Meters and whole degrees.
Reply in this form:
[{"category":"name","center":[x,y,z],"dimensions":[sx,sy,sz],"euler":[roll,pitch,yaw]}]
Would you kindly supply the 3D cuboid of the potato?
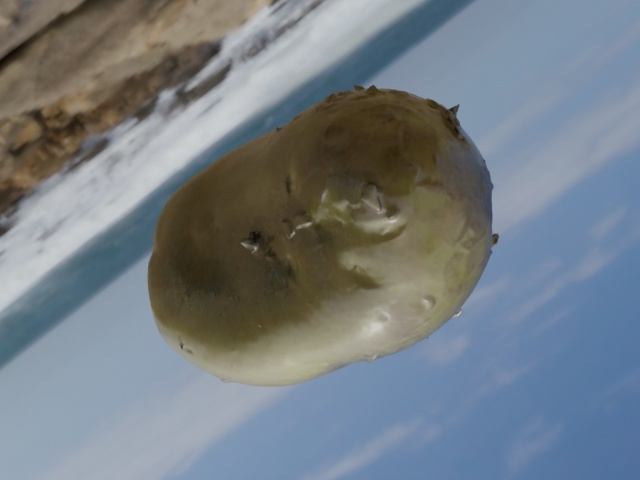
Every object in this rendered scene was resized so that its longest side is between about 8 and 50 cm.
[{"category":"potato","center":[0.000,0.000,0.390],"dimensions":[0.138,0.092,0.070],"euler":[-23,165,38]}]
